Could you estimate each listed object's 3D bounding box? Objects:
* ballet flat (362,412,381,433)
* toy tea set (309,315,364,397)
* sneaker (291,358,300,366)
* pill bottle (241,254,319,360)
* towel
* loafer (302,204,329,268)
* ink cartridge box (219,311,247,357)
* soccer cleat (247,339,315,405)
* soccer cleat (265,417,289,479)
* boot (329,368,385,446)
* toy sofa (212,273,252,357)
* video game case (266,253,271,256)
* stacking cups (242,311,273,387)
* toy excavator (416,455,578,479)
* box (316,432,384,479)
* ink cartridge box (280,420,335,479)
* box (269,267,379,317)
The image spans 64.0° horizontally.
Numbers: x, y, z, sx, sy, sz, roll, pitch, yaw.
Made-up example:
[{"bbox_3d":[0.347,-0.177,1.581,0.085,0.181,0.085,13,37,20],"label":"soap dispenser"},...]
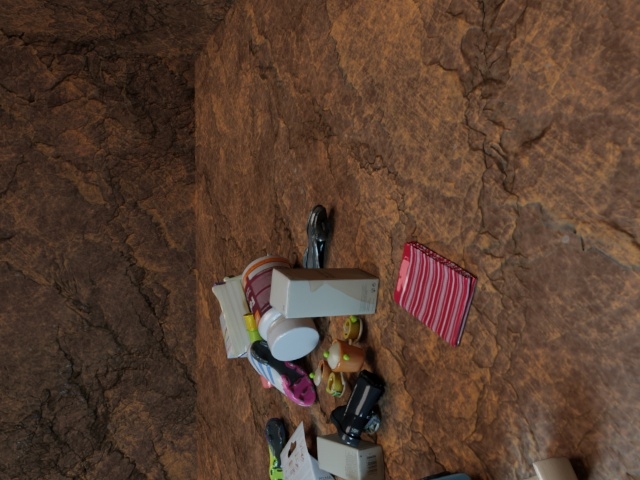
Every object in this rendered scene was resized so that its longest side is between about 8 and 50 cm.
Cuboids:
[{"bbox_3d":[0.159,0.587,1.613,0.114,0.041,0.041,-63,37,41],"label":"ballet flat"},{"bbox_3d":[0.037,0.402,1.711,0.200,0.124,0.336,-94,22,-50],"label":"toy tea set"},{"bbox_3d":[-0.137,0.522,2.144,0.221,0.083,0.087,-9,95,67],"label":"sneaker"},{"bbox_3d":[-0.159,0.262,2.019,0.392,0.224,0.224,61,140,44],"label":"pill bottle"},{"bbox_3d":[0.295,0.134,1.378,0.275,0.031,0.199,37,122,56],"label":"towel"},{"bbox_3d":[0.000,0.000,1.894,0.084,0.096,0.267,31,125,36],"label":"loafer"},{"bbox_3d":[-0.370,0.421,2.468,0.171,0.168,0.233,-60,39,42],"label":"ink cartridge box"},{"bbox_3d":[-0.156,0.521,2.015,0.331,0.116,0.143,44,148,5],"label":"soccer cleat"},{"bbox_3d":[-0.178,0.912,2.213,0.121,0.093,0.289,74,-172,-81],"label":"soccer cleat"},{"bbox_3d":[0.120,0.511,1.625,0.207,0.094,0.246,-64,4,-3],"label":"boot"},{"bbox_3d":[-0.336,0.324,2.269,0.150,0.177,0.363,14,-122,-88],"label":"toy sofa"},{"bbox_3d":[-0.224,0.183,2.357,0.190,0.022,0.173,50,132,51],"label":"video game case"},{"bbox_3d":[-0.251,0.457,2.153,0.096,0.096,0.316,-5,96,62],"label":"stacking cups"},{"bbox_3d":[0.298,0.601,1.111,0.445,0.433,0.222,83,175,-58],"label":"toy excavator"},{"bbox_3d":[0.092,0.708,1.674,0.275,0.094,0.113,-19,72,61],"label":"box"},{"bbox_3d":[-0.041,0.933,1.947,0.385,0.091,0.308,-108,33,-42],"label":"ink cartridge box"},{"bbox_3d":[0.011,0.160,1.608,0.148,0.311,0.121,23,110,60],"label":"box"}]
